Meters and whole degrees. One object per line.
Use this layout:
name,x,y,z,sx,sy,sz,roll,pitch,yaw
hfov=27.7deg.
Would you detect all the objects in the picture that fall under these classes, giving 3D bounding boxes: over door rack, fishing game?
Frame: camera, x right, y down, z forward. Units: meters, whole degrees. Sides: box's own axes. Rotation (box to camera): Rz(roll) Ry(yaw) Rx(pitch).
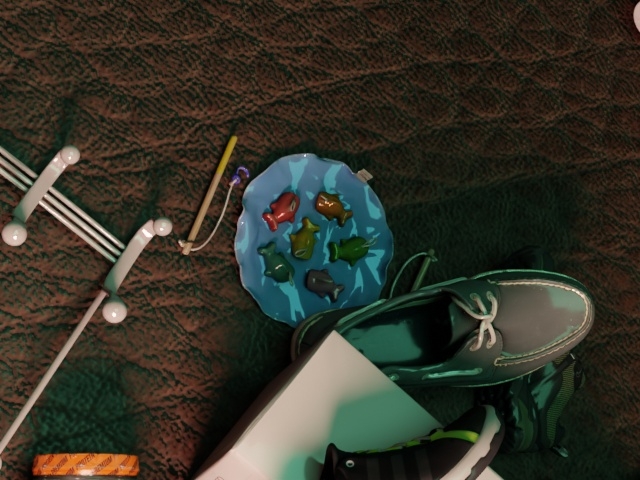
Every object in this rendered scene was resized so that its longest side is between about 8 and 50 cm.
over door rack,-0.301,0.036,1.121,0.239,0.108,0.324,40,64,-14
fishing game,0.000,0.000,1.328,0.264,0.041,0.189,33,69,-18

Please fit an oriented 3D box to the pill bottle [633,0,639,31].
pill bottle,0.465,-0.323,1.606,0.103,0.103,0.184,48,62,-11

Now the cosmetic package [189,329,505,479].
cosmetic package,0.075,0.272,1.177,0.365,0.197,0.155,40,62,1

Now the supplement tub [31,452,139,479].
supplement tub,-0.204,0.280,1.113,0.117,0.117,0.190,6,76,-27

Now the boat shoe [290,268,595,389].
boat shoe,0.133,0.095,1.285,0.320,0.099,0.116,-8,89,-11

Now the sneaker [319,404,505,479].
sneaker,0.051,0.191,1.045,0.235,0.084,0.097,-38,83,-26

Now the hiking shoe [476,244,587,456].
hiking shoe,0.234,0.121,1.409,0.114,0.086,0.226,12,83,-34
